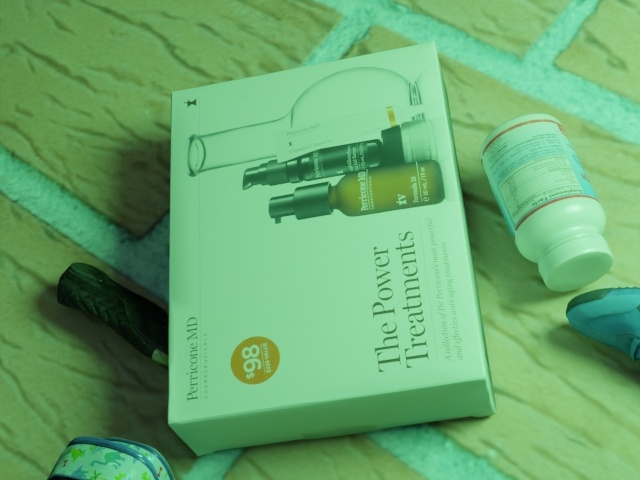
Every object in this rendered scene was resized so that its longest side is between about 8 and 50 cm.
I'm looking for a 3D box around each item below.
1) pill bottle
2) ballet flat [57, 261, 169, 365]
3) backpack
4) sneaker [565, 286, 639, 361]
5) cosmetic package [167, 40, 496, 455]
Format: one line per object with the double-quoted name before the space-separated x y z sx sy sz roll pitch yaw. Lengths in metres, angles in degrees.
"pill bottle" 0.215 -0.036 1.029 0.087 0.087 0.160 -19 58 2
"ballet flat" -0.198 0.079 1.092 0.173 0.057 0.049 32 112 28
"backpack" -0.182 0.222 0.956 0.105 0.114 0.084 7 42 19
"sneaker" 0.313 0.095 0.940 0.209 0.069 0.082 10 67 18
"cosmetic package" 0.000 0.000 1.057 0.284 0.097 0.377 -11 58 10
